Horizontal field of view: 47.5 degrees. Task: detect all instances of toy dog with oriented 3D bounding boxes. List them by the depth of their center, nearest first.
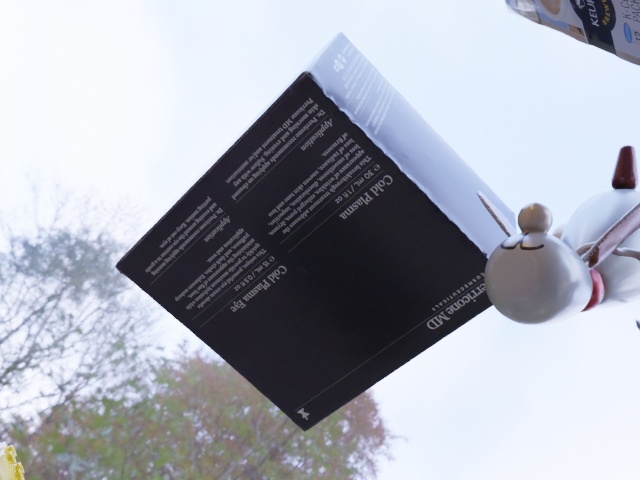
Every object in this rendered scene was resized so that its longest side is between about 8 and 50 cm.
[{"bbox_3d":[0.257,-0.017,0.664,0.220,0.333,0.161,-2,-91,17],"label":"toy dog"}]

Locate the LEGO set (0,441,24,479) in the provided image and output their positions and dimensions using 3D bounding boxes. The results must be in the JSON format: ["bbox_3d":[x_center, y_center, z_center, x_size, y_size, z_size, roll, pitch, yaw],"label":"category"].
[{"bbox_3d":[-0.178,0.102,0.296,0.227,0.093,0.087,16,-54,66],"label":"LEGO set"}]

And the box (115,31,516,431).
[{"bbox_3d":[0.000,0.000,0.863,0.312,0.179,0.343,45,-61,-11],"label":"box"}]

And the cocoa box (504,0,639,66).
[{"bbox_3d":[0.261,-0.360,0.585,0.228,0.231,0.347,48,-8,50],"label":"cocoa box"}]

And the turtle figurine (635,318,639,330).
[{"bbox_3d":[0.408,0.113,0.584,0.197,0.266,0.275,-9,-94,-1],"label":"turtle figurine"}]
